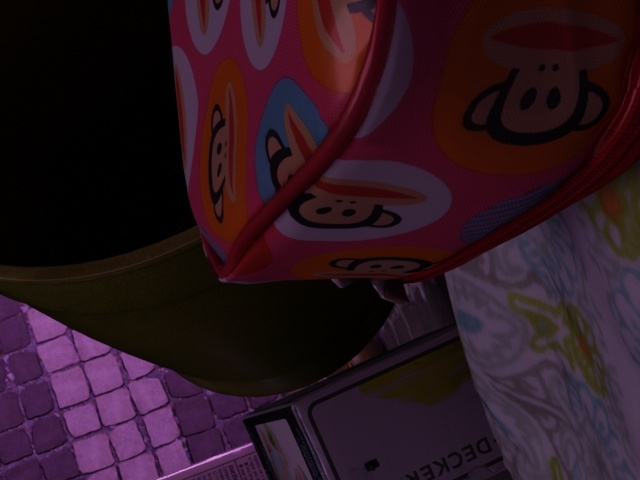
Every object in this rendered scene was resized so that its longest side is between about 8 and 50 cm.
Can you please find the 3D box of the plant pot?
[{"bbox_3d":[-0.088,-0.057,0.924,0.366,0.366,0.353,64,-179,32],"label":"plant pot"}]

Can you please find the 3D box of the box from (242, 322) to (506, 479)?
[{"bbox_3d":[0.052,0.121,0.852,0.290,0.169,0.087,134,112,-78],"label":"box"}]

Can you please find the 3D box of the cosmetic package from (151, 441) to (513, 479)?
[{"bbox_3d":[0.009,0.241,1.035,0.153,0.296,0.129,-117,10,-46],"label":"cosmetic package"}]

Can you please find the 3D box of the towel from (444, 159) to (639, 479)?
[{"bbox_3d":[0.146,0.078,0.486,0.374,0.090,0.320,-122,14,-53],"label":"towel"}]

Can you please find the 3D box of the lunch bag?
[{"bbox_3d":[0.005,-0.131,0.448,0.258,0.120,0.293,140,128,-64],"label":"lunch bag"}]

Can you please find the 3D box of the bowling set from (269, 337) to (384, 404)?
[{"bbox_3d":[0.035,0.171,1.362,0.200,0.154,0.287,-15,-101,-60],"label":"bowling set"}]
